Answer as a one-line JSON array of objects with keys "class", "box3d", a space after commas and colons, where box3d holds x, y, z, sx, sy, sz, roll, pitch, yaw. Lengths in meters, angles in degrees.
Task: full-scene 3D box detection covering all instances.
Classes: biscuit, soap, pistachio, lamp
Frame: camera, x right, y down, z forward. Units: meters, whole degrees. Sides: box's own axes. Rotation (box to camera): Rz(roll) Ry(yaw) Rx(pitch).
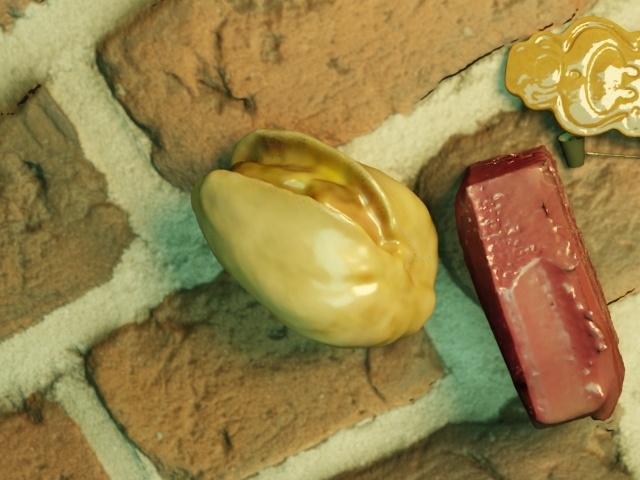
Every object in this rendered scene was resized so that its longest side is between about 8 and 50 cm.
[{"class": "biscuit", "box3d": [0.341, -0.193, 1.210, 0.236, 0.040, 0.144, 10, 85, 7]}, {"class": "soap", "box3d": [0.268, 0.059, 1.210, 0.127, 0.220, 0.324, -20, 102, 20]}, {"class": "pistachio", "box3d": [0.000, 0.000, 1.222, 0.321, 0.229, 0.238, 36, 139, 5]}, {"class": "lamp", "box3d": [0.358, -0.113, 1.246, 0.121, 0.041, 0.054, -10, 115, 10]}]
